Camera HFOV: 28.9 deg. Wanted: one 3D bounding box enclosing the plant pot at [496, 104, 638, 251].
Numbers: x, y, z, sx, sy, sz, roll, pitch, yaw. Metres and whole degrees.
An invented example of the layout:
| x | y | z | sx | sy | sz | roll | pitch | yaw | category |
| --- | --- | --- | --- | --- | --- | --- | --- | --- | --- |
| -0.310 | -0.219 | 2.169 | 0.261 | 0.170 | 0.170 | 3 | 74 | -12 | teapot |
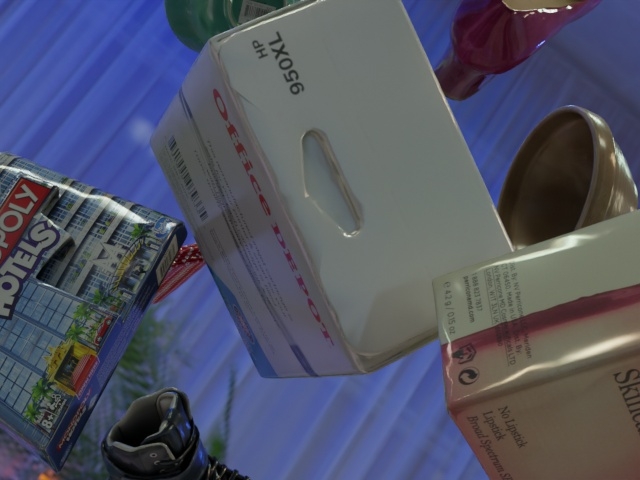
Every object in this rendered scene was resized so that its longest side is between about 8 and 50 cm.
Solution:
| x | y | z | sx | sy | sz | roll | pitch | yaw | category |
| --- | --- | --- | --- | --- | --- | --- | --- | --- | --- |
| 0.329 | -0.046 | 1.597 | 0.109 | 0.237 | 0.237 | 16 | -14 | -19 | plant pot |

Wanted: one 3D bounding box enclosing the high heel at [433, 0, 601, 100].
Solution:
| x | y | z | sx | sy | sz | roll | pitch | yaw | category |
| --- | --- | --- | --- | --- | --- | --- | --- | --- | --- |
| 0.271 | -0.308 | 1.369 | 0.127 | 0.377 | 0.181 | 37 | -24 | 0 | high heel |

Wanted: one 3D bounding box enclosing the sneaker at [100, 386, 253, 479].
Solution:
| x | y | z | sx | sy | sz | roll | pitch | yaw | category |
| --- | --- | --- | --- | --- | --- | --- | --- | --- | --- |
| -0.099 | 0.225 | 1.165 | 0.226 | 0.086 | 0.163 | 8 | -51 | 8 | sneaker |

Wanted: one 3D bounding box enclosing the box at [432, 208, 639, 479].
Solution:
| x | y | z | sx | sy | sz | roll | pitch | yaw | category |
| --- | --- | --- | --- | --- | --- | --- | --- | --- | --- |
| 0.212 | 0.079 | 0.851 | 0.232 | 0.127 | 0.148 | -20 | -51 | 16 | box |

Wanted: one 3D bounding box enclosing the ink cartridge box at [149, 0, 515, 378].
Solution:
| x | y | z | sx | sy | sz | roll | pitch | yaw | category |
| --- | --- | --- | --- | --- | --- | --- | --- | --- | --- |
| -0.005 | -0.034 | 1.131 | 0.285 | 0.166 | 0.395 | 65 | -16 | -1 | ink cartridge box |

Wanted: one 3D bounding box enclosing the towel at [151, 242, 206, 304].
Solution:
| x | y | z | sx | sy | sz | roll | pitch | yaw | category |
| --- | --- | --- | --- | --- | --- | --- | --- | --- | --- |
| -0.270 | 0.072 | 1.573 | 0.199 | 0.275 | 0.031 | -36 | -105 | 47 | towel |

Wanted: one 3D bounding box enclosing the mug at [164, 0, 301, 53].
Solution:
| x | y | z | sx | sy | sz | roll | pitch | yaw | category |
| --- | --- | --- | --- | --- | --- | --- | --- | --- | --- |
| -0.083 | -0.269 | 1.365 | 0.097 | 0.158 | 0.129 | 24 | -31 | 54 | mug |

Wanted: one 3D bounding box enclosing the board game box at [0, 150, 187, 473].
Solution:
| x | y | z | sx | sy | sz | roll | pitch | yaw | category |
| --- | --- | --- | --- | --- | --- | --- | --- | --- | --- |
| -0.220 | 0.027 | 0.842 | 0.194 | 0.194 | 0.060 | 22 | -25 | 8 | board game box |
